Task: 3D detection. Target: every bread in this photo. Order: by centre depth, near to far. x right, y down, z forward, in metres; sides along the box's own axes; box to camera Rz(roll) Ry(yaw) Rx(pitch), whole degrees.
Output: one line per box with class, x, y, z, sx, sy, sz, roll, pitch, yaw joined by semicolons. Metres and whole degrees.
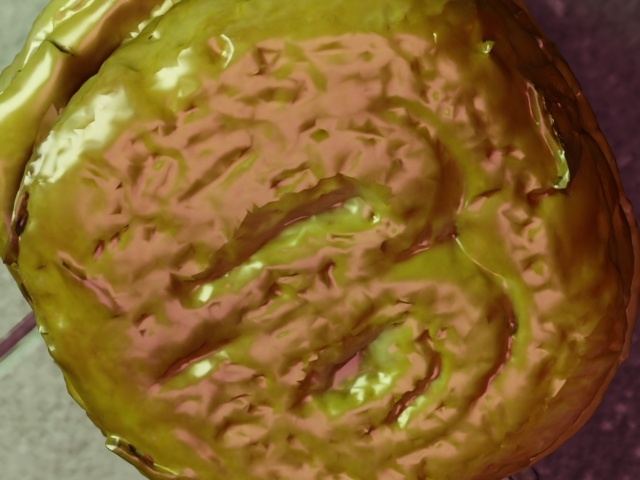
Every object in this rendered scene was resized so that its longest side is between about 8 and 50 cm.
bread;0.003;-0.001;0.407;0.198;0.120;0.236;-32;110;6
